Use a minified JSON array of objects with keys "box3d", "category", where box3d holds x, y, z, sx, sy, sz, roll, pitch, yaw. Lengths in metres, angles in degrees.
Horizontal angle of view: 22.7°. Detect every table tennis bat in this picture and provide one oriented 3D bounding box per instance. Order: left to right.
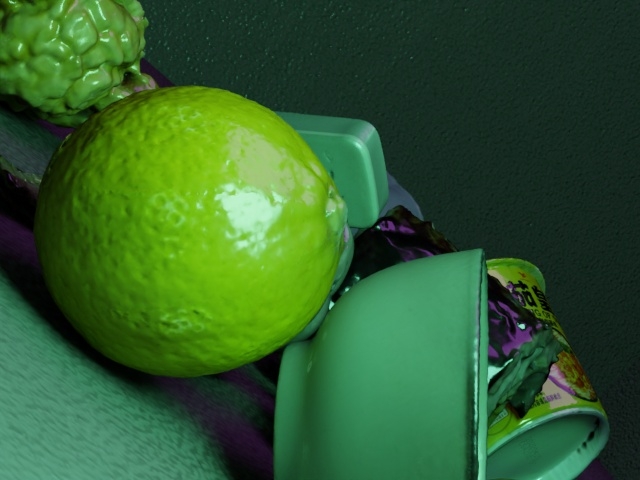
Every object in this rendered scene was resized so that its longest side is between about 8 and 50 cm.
[{"box3d":[-0.290,-0.022,1.690,0.130,0.019,0.220,36,8,-45],"category":"table tennis bat"}]

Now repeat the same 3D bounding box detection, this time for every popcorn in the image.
[{"box3d":[-0.340,-0.252,2.050,0.265,0.225,0.332,25,-17,39],"category":"popcorn"}]

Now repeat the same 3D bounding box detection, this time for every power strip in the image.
[{"box3d":[-0.048,-0.058,1.847,0.265,0.059,0.193,7,-52,24],"category":"power strip"}]

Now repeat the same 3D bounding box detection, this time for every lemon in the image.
[{"box3d":[-0.121,-0.008,1.458,0.293,0.293,0.293,43,6,-6],"category":"lemon"}]

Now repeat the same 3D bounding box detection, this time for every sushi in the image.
[{"box3d":[0.112,0.135,1.981,0.294,0.281,0.299,42,11,15],"category":"sushi"}]

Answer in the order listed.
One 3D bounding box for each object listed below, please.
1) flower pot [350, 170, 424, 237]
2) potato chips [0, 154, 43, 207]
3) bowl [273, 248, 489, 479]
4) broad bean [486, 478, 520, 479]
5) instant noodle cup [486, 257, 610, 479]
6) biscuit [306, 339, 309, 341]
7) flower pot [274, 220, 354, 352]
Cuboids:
[{"box3d":[0.000,0.000,2.467,0.265,0.265,0.243,46,17,22],"category":"flower pot"},{"box3d":[-0.288,-0.053,1.696,0.092,0.028,0.207,44,8,21],"category":"potato chips"},{"box3d":[0.059,0.183,1.474,0.185,0.354,0.354,0,1,7],"category":"bowl"},{"box3d":[0.264,0.385,1.892,0.263,0.189,0.121,42,45,-22],"category":"broad bean"},{"box3d":[0.237,0.222,2.244,0.325,0.325,0.254,35,20,-54],"category":"instant noodle cup"},{"box3d":[0.019,0.197,1.755,0.194,0.053,0.194,-19,90,-82],"category":"biscuit"},{"box3d":[-0.092,0.012,1.720,0.246,0.195,0.246,30,39,-28],"category":"flower pot"}]
